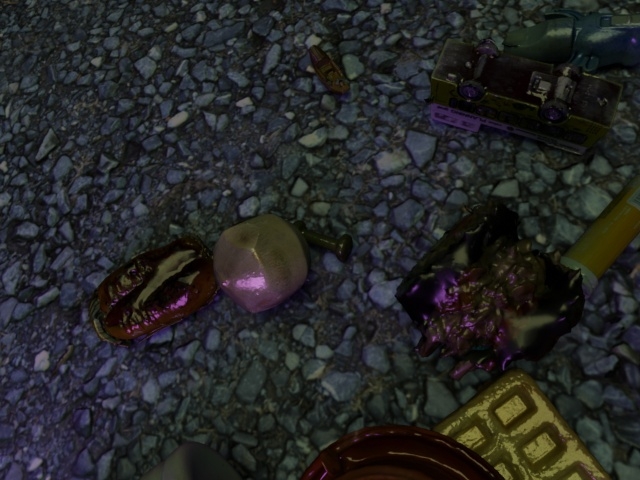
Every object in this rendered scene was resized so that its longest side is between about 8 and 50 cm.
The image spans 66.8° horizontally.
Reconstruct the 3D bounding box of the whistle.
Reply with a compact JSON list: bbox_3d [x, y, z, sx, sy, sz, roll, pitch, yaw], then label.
[{"bbox_3d":[0.482,-0.370,0.905,0.269,0.093,0.180,8,64,24],"label":"whistle"}]

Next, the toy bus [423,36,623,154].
[{"bbox_3d":[0.346,-0.249,0.860,0.302,0.139,0.113,21,75,13],"label":"toy bus"}]

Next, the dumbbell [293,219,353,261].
[{"bbox_3d":[0.000,0.000,0.887,0.118,0.052,0.046,17,61,21],"label":"dumbbell"}]

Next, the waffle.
[{"bbox_3d":[0.297,0.327,0.670,0.168,0.057,0.274,-35,64,-1],"label":"waffle"}]

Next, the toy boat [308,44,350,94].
[{"bbox_3d":[0.017,-0.359,1.035,0.047,0.049,0.149,-32,64,-1],"label":"toy boat"}]

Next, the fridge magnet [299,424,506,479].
[{"bbox_3d":[0.104,0.427,0.616,0.364,0.155,0.363,-6,75,22],"label":"fridge magnet"}]

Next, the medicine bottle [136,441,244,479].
[{"bbox_3d":[-0.250,0.466,0.670,0.325,0.212,0.212,-41,64,-5],"label":"medicine bottle"}]

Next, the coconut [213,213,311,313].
[{"bbox_3d":[-0.107,0.043,0.830,0.162,0.161,0.161,-23,59,-33],"label":"coconut"}]

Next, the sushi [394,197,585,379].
[{"bbox_3d":[0.246,0.075,0.714,0.219,0.225,0.238,39,124,12],"label":"sushi"}]

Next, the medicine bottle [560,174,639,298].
[{"bbox_3d":[0.456,-0.009,0.764,0.218,0.074,0.074,-45,64,-8],"label":"medicine bottle"}]

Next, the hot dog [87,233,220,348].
[{"bbox_3d":[-0.311,0.088,0.916,0.271,0.082,0.162,-29,62,3],"label":"hot dog"}]
